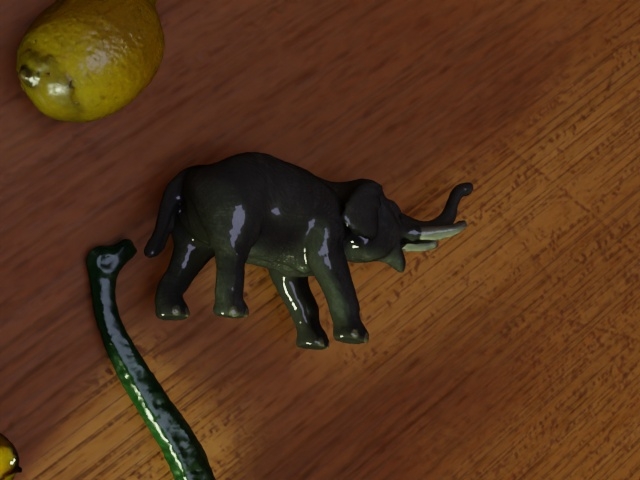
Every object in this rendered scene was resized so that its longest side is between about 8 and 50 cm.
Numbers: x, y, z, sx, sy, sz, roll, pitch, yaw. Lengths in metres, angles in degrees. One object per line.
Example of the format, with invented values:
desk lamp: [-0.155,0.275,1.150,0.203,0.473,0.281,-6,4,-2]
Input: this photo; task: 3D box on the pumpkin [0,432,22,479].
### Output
pumpkin: [-0.281,0.153,0.669,0.254,0.149,0.130,-40,80,7]

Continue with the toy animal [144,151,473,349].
toy animal: [0.003,0.010,0.794,0.269,0.082,0.137,5,76,-27]

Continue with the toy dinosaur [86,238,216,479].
toy dinosaur: [-0.106,0.256,0.778,0.300,0.087,0.447,27,77,-29]

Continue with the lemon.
lemon: [-0.144,-0.123,0.711,0.110,0.082,0.082,-43,114,-24]
